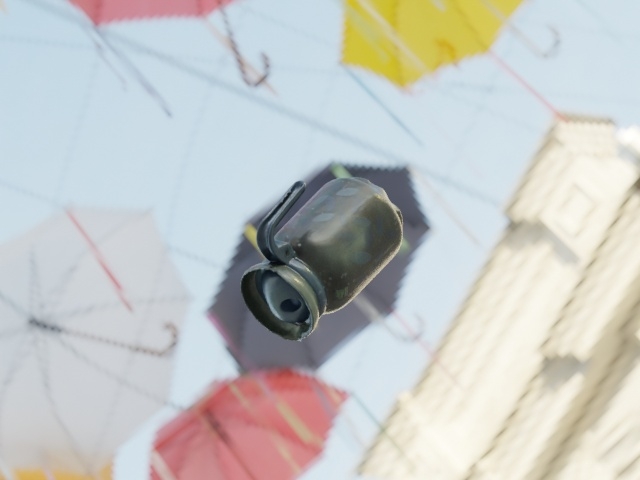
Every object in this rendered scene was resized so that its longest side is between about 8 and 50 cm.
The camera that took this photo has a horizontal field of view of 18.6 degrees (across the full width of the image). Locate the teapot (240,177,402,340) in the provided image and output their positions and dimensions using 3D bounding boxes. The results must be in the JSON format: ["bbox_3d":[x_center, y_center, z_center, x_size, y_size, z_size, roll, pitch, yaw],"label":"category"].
[{"bbox_3d":[0.004,0.003,0.930,0.083,0.049,0.063,-46,-18,-37],"label":"teapot"}]
